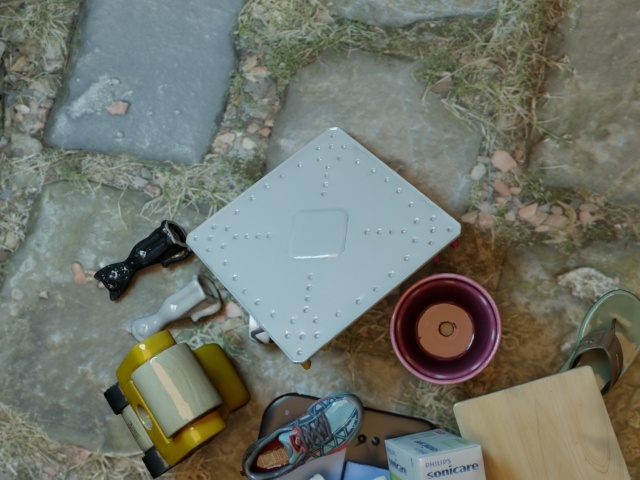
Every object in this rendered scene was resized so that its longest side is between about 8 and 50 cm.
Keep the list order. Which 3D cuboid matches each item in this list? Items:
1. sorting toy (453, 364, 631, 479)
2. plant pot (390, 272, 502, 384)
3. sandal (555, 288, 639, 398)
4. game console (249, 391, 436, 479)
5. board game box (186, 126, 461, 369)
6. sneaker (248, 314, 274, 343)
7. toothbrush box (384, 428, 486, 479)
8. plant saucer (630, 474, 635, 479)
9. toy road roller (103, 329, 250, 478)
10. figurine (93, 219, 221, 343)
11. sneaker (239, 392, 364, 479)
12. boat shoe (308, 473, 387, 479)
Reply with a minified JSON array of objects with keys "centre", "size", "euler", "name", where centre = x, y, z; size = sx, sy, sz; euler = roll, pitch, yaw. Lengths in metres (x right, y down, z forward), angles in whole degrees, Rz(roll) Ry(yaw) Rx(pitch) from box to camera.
[{"centre":[0.404,0.381,1.529],"size":[0.255,0.089,0.257],"euler":[-19,83,12],"name":"sorting toy"},{"centre":[0.235,0.169,1.587],"size":[0.201,0.180,0.201],"euler":[-1,82,8],"name":"plant pot"},{"centre":[0.520,0.234,1.584],"size":[0.120,0.086,0.302],"euler":[31,88,11],"name":"sandal"},{"centre":[0.027,0.509,1.635],"size":[0.342,0.060,0.386],"euler":[10,85,10],"name":"game console"},{"centre":[0.000,0.000,1.597],"size":[0.390,0.050,0.390],"euler":[-38,53,-12],"name":"board game box"},{"centre":[-0.059,0.092,1.690],"size":[0.153,0.094,0.235],"euler":[4,74,-1],"name":"sneaker"},{"centre":[0.217,0.500,1.508],"size":[0.122,0.206,0.283],"euler":[-9,87,-12],"name":"toothbrush box"},{"centre":[0.460,0.545,1.575],"size":[0.318,0.044,0.317],"euler":[-1,82,9],"name":"plant saucer"},{"centre":[-0.242,0.281,1.588],"size":[0.241,0.329,0.202],"euler":[-28,78,-33],"name":"toy road roller"},{"centre":[-0.341,0.101,1.737],"size":[0.209,0.092,0.215],"euler":[-33,80,11],"name":"figurine"},{"centre":[-0.031,0.378,1.570],"size":[0.262,0.125,0.104],"euler":[-34,82,1],"name":"sneaker"},{"centre":[-0.004,0.485,1.574],"size":[0.277,0.098,0.096],"euler":[-4,73,-8],"name":"boat shoe"}]
